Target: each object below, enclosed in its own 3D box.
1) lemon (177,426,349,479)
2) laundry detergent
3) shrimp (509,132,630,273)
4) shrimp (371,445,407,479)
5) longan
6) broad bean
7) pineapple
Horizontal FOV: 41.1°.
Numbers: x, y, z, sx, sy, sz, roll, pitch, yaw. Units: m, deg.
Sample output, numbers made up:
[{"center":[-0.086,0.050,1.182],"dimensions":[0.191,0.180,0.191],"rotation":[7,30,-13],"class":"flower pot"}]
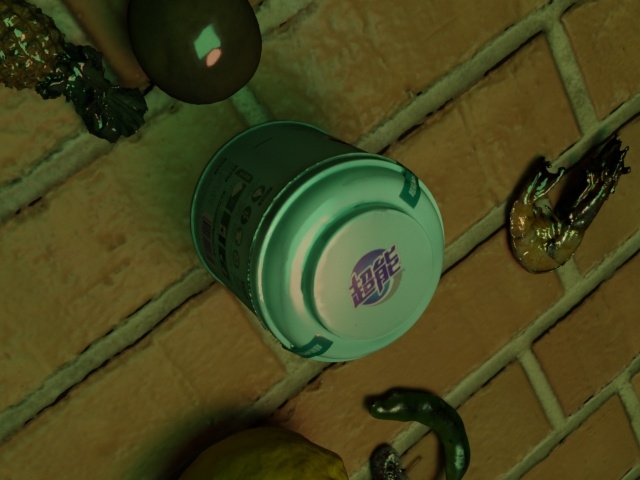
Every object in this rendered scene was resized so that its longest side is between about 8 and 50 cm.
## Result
[{"center":[-0.109,0.436,1.321],"dimensions":[0.316,0.285,0.285],"rotation":[-4,111,-2],"class":"lemon"},{"center":[0.000,0.000,1.190],"dimensions":[0.287,0.305,0.287],"rotation":[-10,112,-25],"class":"laundry detergent"},{"center":[0.429,-0.077,1.533],"dimensions":[0.178,0.075,0.289],"rotation":[20,110,-29],"class":"shrimp"},{"center":[0.144,0.450,1.567],"dimensions":[0.065,0.056,0.165],"rotation":[-32,107,3],"class":"shrimp"},{"center":[-0.160,-0.267,1.102],"dimensions":[0.189,0.189,0.189],"rotation":[-9,112,-24],"class":"longan"},{"center":[0.201,0.358,1.565],"dimensions":[0.144,0.049,0.292],"rotation":[-44,116,-22],"class":"broad bean"},{"center":[-0.320,-0.205,1.065],"dimensions":[0.237,0.119,0.111],"rotation":[33,100,-28],"class":"pineapple"}]
